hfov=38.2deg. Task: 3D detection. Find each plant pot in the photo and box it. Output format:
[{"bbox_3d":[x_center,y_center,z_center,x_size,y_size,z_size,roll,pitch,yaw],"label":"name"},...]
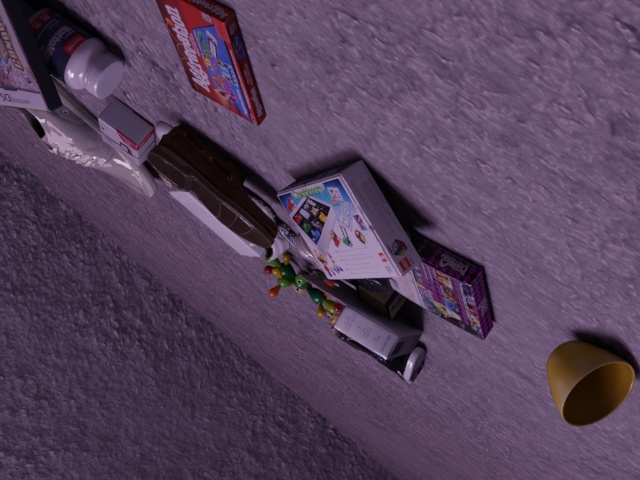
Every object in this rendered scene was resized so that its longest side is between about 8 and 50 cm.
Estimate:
[{"bbox_3d":[0.415,0.214,1.472,0.134,0.134,0.095,51,-177,-42],"label":"plant pot"}]

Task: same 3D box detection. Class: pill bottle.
[{"bbox_3d":[-0.464,-0.347,1.736,0.180,0.108,0.108,33,164,11],"label":"pill bottle"}]

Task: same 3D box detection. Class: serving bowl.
[{"bbox_3d":[-0.317,-0.213,1.953,0.083,0.027,0.083,34,163,12],"label":"serving bowl"}]

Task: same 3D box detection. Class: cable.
[{"bbox_3d":[0.131,0.253,2.313,0.287,0.072,0.139,34,169,-33],"label":"cable"}]

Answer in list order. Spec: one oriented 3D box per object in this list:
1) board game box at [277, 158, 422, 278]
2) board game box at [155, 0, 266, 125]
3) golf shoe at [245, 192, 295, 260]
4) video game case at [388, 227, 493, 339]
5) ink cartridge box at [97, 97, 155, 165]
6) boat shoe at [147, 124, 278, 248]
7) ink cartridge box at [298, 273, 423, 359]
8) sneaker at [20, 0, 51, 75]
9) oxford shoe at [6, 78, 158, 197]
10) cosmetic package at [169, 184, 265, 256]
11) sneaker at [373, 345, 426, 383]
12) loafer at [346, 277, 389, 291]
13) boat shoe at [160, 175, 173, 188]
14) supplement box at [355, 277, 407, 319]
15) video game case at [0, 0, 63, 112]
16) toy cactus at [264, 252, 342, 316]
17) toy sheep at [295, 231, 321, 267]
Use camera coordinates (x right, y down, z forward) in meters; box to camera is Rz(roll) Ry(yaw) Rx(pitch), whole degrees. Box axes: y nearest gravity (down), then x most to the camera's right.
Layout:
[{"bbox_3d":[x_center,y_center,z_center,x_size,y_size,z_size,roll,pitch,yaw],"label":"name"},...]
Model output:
[{"bbox_3d":[0.040,-0.026,1.584,0.193,0.053,0.305,59,160,-9],"label":"board game box"},{"bbox_3d":[-0.169,-0.288,1.429,0.145,0.027,0.281,33,164,19],"label":"board game box"},{"bbox_3d":[-0.133,-0.030,1.981,0.176,0.086,0.069,45,164,-23],"label":"golf shoe"},{"bbox_3d":[0.199,0.070,1.633,0.210,0.042,0.232,30,163,28],"label":"video game case"},{"bbox_3d":[-0.428,-0.237,2.054,0.109,0.063,0.150,36,164,1],"label":"ink cartridge box"},{"bbox_3d":[-0.194,-0.113,1.850,0.307,0.104,0.111,40,155,-7],"label":"boat shoe"},{"bbox_3d":[0.079,0.155,1.925,0.239,0.060,0.275,30,-175,16],"label":"ink cartridge box"},{"bbox_3d":[-0.607,-0.369,1.927,0.150,0.135,0.366,40,165,6],"label":"sneaker"},{"bbox_3d":[-0.592,-0.244,2.271,0.449,0.130,0.169,42,162,-23],"label":"oxford shoe"},{"bbox_3d":[-0.214,-0.065,2.056,0.231,0.085,0.117,42,164,-23],"label":"cosmetic package"},{"bbox_3d":[0.179,0.277,2.197,0.121,0.079,0.217,31,165,14],"label":"sneaker"},{"bbox_3d":[0.081,0.051,1.772,0.062,0.061,0.170,49,166,-34],"label":"loafer"},{"bbox_3d":[-0.337,-0.150,2.110,0.059,0.063,0.170,24,161,21],"label":"boat shoe"},{"bbox_3d":[0.123,0.105,1.871,0.083,0.056,0.083,31,164,22],"label":"supplement box"},{"bbox_3d":[-0.605,-0.376,1.726,0.248,0.035,0.275,14,130,45],"label":"video game case"},{"bbox_3d":[-0.045,0.111,2.197,0.219,0.112,0.180,27,174,2],"label":"toy cactus"},{"bbox_3d":[0.000,0.000,1.787,0.091,0.091,0.132,40,140,-11],"label":"toy sheep"}]
